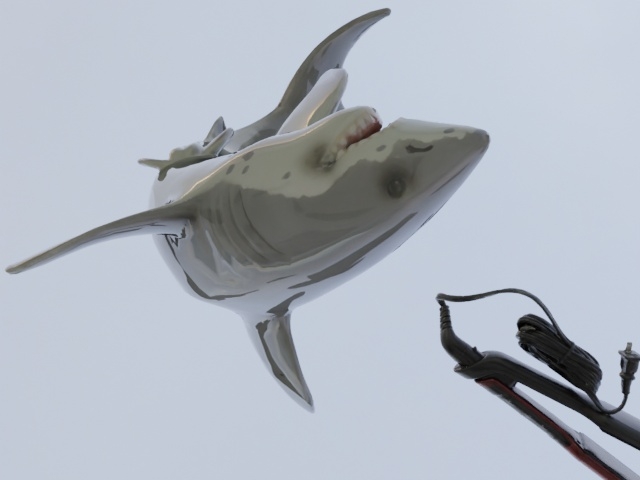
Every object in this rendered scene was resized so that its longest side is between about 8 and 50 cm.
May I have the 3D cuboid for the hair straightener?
[{"bbox_3d":[0.177,0.096,1.313,0.089,0.230,0.047,-53,-178,14],"label":"hair straightener"}]

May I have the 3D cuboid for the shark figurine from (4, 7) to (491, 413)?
[{"bbox_3d":[-0.016,0.003,0.743,0.166,0.116,0.278,-26,-170,2],"label":"shark figurine"}]
